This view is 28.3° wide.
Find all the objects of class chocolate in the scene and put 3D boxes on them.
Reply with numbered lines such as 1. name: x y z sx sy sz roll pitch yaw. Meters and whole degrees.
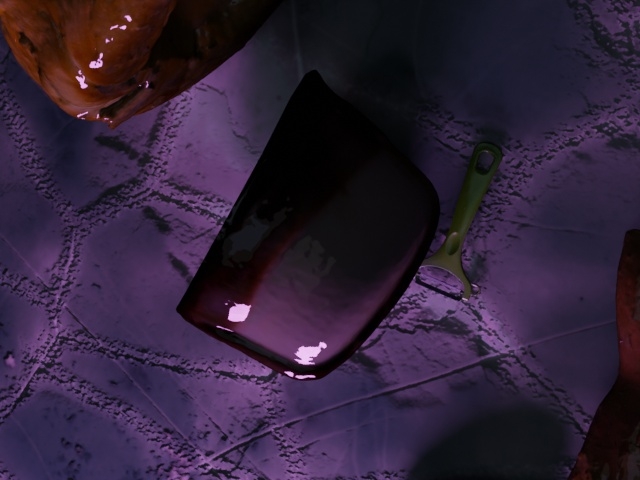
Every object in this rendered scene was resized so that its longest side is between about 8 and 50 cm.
1. chocolate: 0.000 0.000 1.230 0.186 0.283 0.284 28 111 -5

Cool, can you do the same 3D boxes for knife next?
1. knife: 0.147 -0.019 1.282 0.078 0.022 0.166 22 110 9

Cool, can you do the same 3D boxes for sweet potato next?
1. sweet potato: 0.303 0.183 1.230 0.109 0.109 0.385 15 102 17

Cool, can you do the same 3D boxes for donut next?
1. donut: -0.136 -0.267 1.160 0.170 0.360 0.360 49 113 7
